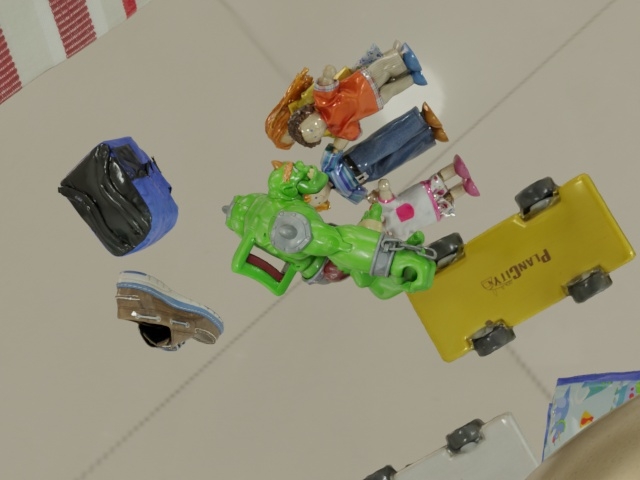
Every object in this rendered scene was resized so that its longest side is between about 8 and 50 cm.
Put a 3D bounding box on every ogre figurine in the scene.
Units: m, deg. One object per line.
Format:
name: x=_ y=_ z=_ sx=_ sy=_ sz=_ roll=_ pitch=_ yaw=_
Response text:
ogre figurine: x=0.000 y=0.000 z=1.156 sx=0.118 sy=0.197 sz=0.097 roll=18 pitch=109 yaw=-22

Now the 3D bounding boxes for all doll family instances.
doll family: x=0.037 y=-0.096 z=1.532 sx=0.163 sy=0.118 sz=0.263 roll=-30 pitch=133 yaw=1

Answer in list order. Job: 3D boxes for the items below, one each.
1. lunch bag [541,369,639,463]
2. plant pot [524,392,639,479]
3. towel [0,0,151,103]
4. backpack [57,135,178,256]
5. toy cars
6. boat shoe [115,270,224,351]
lunch bag: x=0.198 y=0.150 z=0.958 sx=0.096 sy=0.151 sz=0.129 roll=30 pitch=67 yaw=-43
plant pot: x=0.222 y=0.144 z=0.584 sx=0.284 sy=0.191 sz=0.284 roll=13 pitch=49 yaw=-15
towel: x=-0.251 y=-0.238 z=1.318 sx=0.329 sy=0.237 sz=0.037 roll=-38 pitch=56 yaw=-20
backpack: x=-0.218 y=-0.049 z=1.789 sx=0.120 sy=0.098 sz=0.101 roll=55 pitch=35 yaw=11
toy cars: x=0.142 y=0.117 z=1.301 sx=0.176 sy=0.087 sz=0.394 roll=21 pitch=105 yaw=22
boat shoe: x=-0.186 y=0.097 z=1.866 sx=0.183 sy=0.066 sz=0.066 roll=33 pitch=65 yaw=-47
